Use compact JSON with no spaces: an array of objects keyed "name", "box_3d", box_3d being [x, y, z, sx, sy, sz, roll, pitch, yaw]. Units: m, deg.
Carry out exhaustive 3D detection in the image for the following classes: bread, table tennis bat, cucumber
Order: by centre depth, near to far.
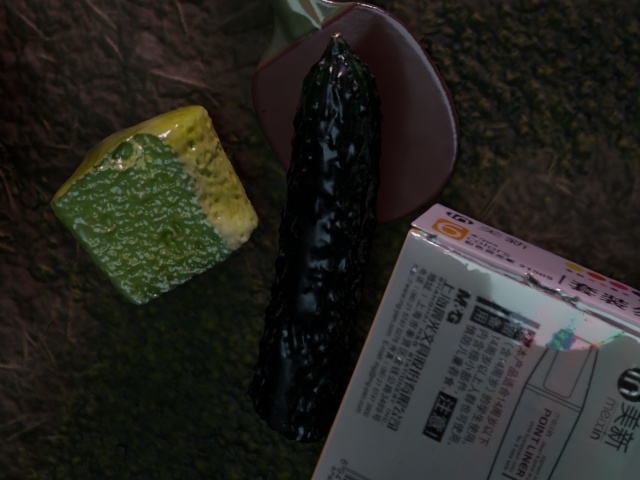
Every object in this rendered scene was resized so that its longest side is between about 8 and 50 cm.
[{"name":"cucumber","box_3d":[0.002,0.000,1.132,0.072,0.072,0.300,17,115,14]},{"name":"table tennis bat","box_3d":[0.005,-0.126,1.140,0.138,0.022,0.246,-27,96,24]},{"name":"bread","box_3d":[-0.115,-0.029,1.156,0.129,0.111,0.114,-28,98,21]}]

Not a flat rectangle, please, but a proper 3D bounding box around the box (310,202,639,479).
[{"name":"box","box_3d":[0.121,0.137,1.127,0.220,0.091,0.274,26,111,10]}]
